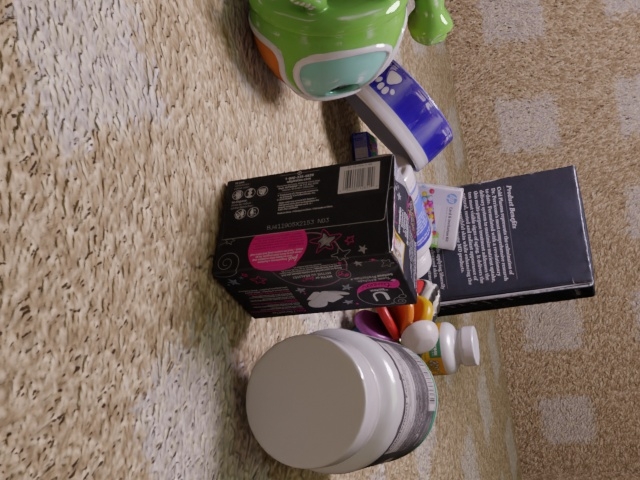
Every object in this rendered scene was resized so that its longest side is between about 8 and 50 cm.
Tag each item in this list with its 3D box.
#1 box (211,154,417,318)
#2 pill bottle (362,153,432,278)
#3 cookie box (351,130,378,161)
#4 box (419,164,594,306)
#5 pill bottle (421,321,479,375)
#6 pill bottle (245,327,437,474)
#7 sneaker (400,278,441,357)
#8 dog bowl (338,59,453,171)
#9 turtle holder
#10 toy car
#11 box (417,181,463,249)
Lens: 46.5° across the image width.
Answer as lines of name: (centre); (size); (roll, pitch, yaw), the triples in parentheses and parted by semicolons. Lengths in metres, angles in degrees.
box: (0.000, 0.000, 1.025); (0.142, 0.247, 0.163); (59, 30, -51)
pill bottle: (0.157, -0.040, 1.623); (0.152, 0.152, 0.272); (-75, 150, -47)
cookie box: (0.106, -0.187, 1.702); (0.092, 0.040, 0.107); (10, 74, -71)
box: (0.456, 0.029, 1.953); (0.480, 0.472, 0.297); (20, 64, -69)
pill bottle: (0.244, 0.245, 1.664); (0.117, 0.208, 0.117); (-8, 90, -71)
pill bottle: (0.042, 0.239, 1.115); (0.361, 0.204, 0.204); (29, 55, -65)
sneaker: (0.162, 0.205, 1.599); (0.279, 0.118, 0.107); (-60, 144, -22)
dog bowl: (0.158, -0.276, 1.587); (0.265, 0.104, 0.265); (48, 2, -3)
turtle holder: (0.036, -0.370, 1.227); (0.320, 0.243, 0.227); (-35, 147, -28)
toy car: (0.130, 0.170, 1.459); (0.136, 0.182, 0.159); (28, 22, -35)
box: (0.231, -0.063, 1.735); (0.038, 0.186, 0.145); (-46, 143, -65)
